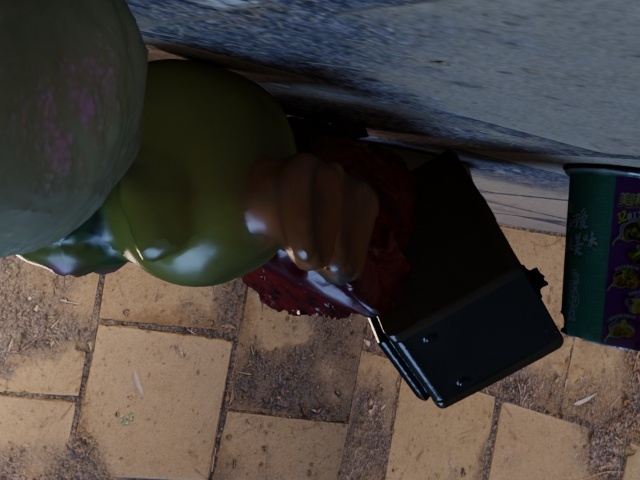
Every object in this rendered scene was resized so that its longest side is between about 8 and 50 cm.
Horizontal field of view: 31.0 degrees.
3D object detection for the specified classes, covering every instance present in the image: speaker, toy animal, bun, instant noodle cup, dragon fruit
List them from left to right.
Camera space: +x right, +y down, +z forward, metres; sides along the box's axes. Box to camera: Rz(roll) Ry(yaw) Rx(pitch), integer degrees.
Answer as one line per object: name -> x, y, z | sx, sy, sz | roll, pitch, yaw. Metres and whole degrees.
bun -> -0.201, -0.088, 0.507 | 0.273, 0.168, 0.273 | 14, -167, -3
toy animal -> -0.132, -0.058, 0.992 | 0.338, 0.191, 0.216 | 3, 177, 17
dragon fruit -> 0.000, 0.000, 1.212 | 0.302, 0.240, 0.330 | -23, -148, -19
speaker -> 0.144, 0.041, 1.332 | 0.153, 0.193, 0.231 | 53, -170, -40
instant noodle cup -> 0.378, 0.031, 1.291 | 0.251, 0.190, 0.251 | 10, -179, 0

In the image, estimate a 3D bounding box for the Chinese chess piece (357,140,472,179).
Chinese chess piece -> 0.084, -0.073, 1.563 | 0.251, 0.097, 0.251 | 9, 180, 0
